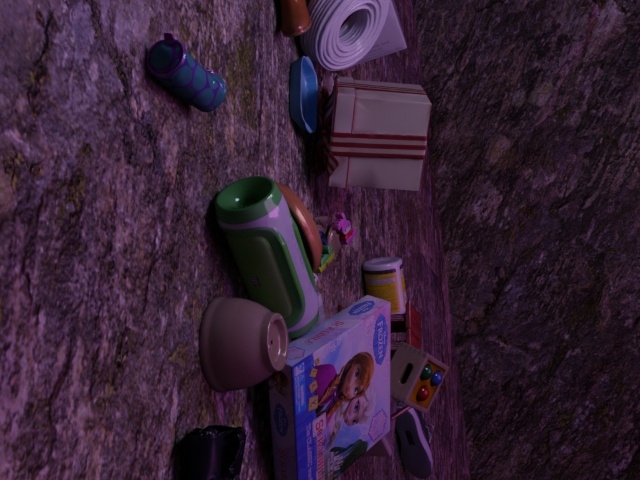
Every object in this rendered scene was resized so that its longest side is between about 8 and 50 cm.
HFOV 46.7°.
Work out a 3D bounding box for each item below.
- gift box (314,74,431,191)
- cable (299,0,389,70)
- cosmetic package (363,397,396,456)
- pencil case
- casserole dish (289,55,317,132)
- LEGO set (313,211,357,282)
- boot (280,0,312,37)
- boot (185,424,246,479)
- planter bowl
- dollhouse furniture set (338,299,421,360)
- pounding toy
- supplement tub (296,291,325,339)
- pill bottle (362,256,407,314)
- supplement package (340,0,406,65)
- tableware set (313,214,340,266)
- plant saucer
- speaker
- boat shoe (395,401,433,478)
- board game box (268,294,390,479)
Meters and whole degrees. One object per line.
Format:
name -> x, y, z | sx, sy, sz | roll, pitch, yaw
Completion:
gift box -> 0.119, -0.265, 1.786 | 0.276, 0.257, 0.255 | -85, 179, -72
cable -> 0.064, -0.537, 1.806 | 0.257, 0.089, 0.257 | -6, 133, -55
cosmetic package -> 0.087, 0.388, 1.791 | 0.296, 0.129, 0.153 | 68, 27, -44
pencil case -> -0.206, -0.258, 1.158 | 0.151, 0.064, 0.070 | 32, 71, -69
casserole dish -> -0.041, -0.340, 1.737 | 0.114, 0.036, 0.189 | 42, 47, -65
LEGO set -> -0.023, 0.010, 1.607 | 0.227, 0.087, 0.093 | -50, 127, -41
boot -> -0.075, -0.554, 1.639 | 0.152, 0.072, 0.197 | 68, 13, -45
boot -> -0.135, 0.396, 1.154 | 0.246, 0.094, 0.207 | 35, 56, -59
planter bowl -> -0.118, 0.172, 1.246 | 0.162, 0.109, 0.162 | -4, 90, -73
dollhouse furniture set -> 0.191, 0.300, 2.016 | 0.374, 0.201, 0.152 | 52, 38, -59
pounding toy -> 0.235, 0.367, 1.783 | 0.206, 0.094, 0.181 | 35, 79, -49
supplement tub -> -0.024, 0.170, 1.597 | 0.071, 0.070, 0.107 | -39, 123, -69
pill bottle -> 0.195, 0.161, 2.199 | 0.119, 0.119, 0.209 | -34, 117, -70
supplement package -> 0.104, -0.645, 1.998 | 0.293, 0.177, 0.175 | 53, 25, -57
tableware set -> 0.000, 0.000, 1.775 | 0.194, 0.039, 0.128 | -6, 102, -66
plant saucer -> -0.056, -0.030, 1.397 | 0.037, 0.200, 0.200 | -32, 126, -20
speaker -> -0.091, 0.037, 1.336 | 0.131, 0.131, 0.297 | -72, 151, -50
boat shoe -> 0.313, 0.642, 2.447 | 0.105, 0.113, 0.307 | -44, 119, -49
board game box -> 0.029, 0.312, 1.472 | 0.318, 0.065, 0.319 | -27, 122, -46
